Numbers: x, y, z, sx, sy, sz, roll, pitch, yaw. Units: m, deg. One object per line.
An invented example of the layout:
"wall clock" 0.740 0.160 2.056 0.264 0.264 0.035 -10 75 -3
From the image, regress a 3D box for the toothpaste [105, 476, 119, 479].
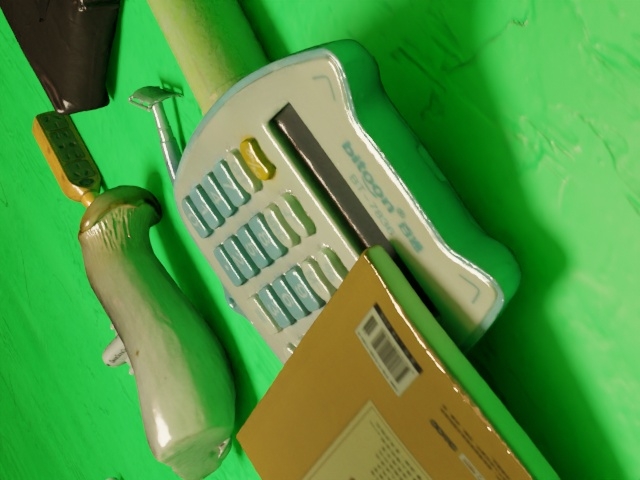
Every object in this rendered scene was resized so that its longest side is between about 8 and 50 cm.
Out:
"toothpaste" -0.275 0.432 2.082 0.205 0.036 0.056 41 140 45

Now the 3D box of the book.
"book" 0.058 0.190 1.049 0.269 0.032 0.389 53 151 12

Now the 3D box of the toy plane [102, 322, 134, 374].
"toy plane" -0.237 0.125 1.726 0.162 0.065 0.171 66 158 12

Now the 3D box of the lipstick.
"lipstick" -0.102 -0.191 1.183 0.304 0.076 0.076 63 155 18

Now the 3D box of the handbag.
"handbag" -0.306 -0.289 1.558 0.247 0.080 0.223 59 154 26

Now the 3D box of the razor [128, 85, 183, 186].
"razor" -0.154 -0.092 1.428 0.068 0.040 0.135 28 138 60

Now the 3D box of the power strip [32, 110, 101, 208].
"power strip" -0.321 -0.102 1.768 0.178 0.049 0.028 58 149 30

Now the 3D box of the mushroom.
"mushroom" -0.185 0.100 1.523 0.159 0.122 0.328 -45 65 55

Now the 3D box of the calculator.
"calculator" 0.000 0.000 1.030 0.256 0.054 0.386 54 150 0
